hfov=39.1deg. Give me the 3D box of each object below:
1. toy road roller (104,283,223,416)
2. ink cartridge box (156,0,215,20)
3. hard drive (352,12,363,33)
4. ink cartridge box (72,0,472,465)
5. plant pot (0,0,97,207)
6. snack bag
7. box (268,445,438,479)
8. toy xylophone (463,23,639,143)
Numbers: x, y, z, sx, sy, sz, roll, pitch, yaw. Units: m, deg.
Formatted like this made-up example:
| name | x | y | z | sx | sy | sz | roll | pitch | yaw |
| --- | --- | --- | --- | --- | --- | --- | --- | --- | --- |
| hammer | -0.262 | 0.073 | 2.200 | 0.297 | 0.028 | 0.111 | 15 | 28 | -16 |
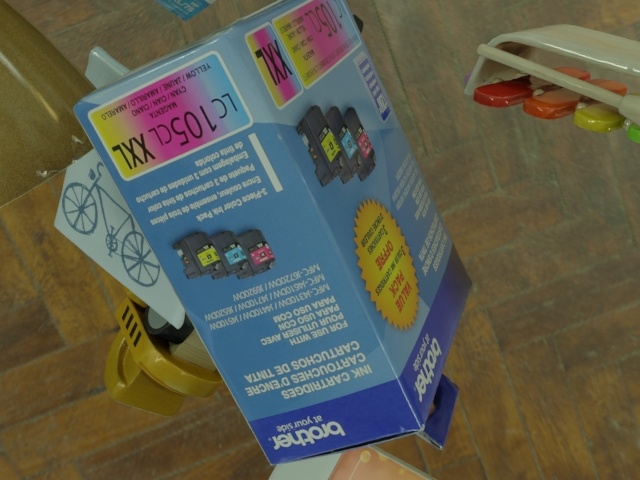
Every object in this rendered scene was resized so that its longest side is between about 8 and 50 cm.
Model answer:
| name | x | y | z | sx | sy | sz | roll | pitch | yaw |
| --- | --- | --- | --- | --- | --- | --- | --- | --- | --- |
| toy road roller | -0.274 | 0.150 | 1.572 | 0.202 | 0.329 | 0.240 | 30 | 104 | -40 |
| ink cartridge box | -0.177 | -0.513 | 1.359 | 0.270 | 0.198 | 0.197 | -24 | 143 | 33 |
| hard drive | -0.010 | -0.202 | 1.069 | 0.022 | 0.094 | 0.135 | 36 | 141 | -26 |
| ink cartridge box | 0.000 | 0.000 | 0.782 | 0.151 | 0.270 | 0.395 | -18 | 107 | 25 |
| plant pot | -0.406 | -0.189 | 1.076 | 0.237 | 0.237 | 0.254 | -29 | 111 | 3 |
| snack bag | -0.278 | -0.086 | 1.369 | 0.323 | 0.037 | 0.342 | 35 | 121 | 28 |
| box | 0.094 | 0.431 | 1.318 | 0.345 | 0.168 | 0.215 | 32 | 81 | -20 |
| toy xylophone | 0.282 | -0.144 | 0.892 | 0.236 | 0.322 | 0.081 | -15 | 123 | -38 |
